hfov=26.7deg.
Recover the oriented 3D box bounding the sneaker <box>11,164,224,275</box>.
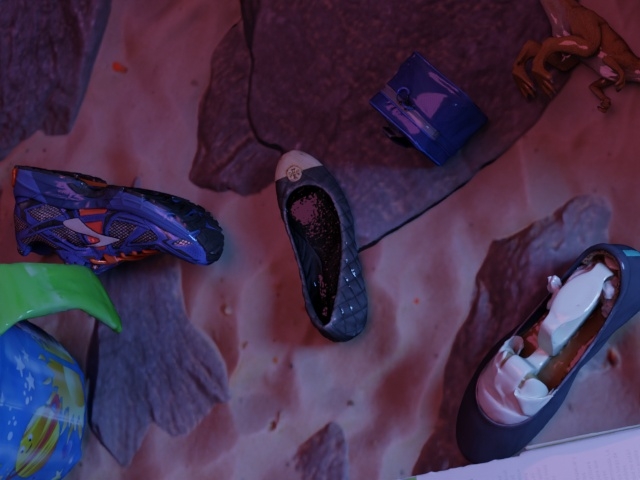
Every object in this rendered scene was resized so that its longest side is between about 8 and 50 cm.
[{"bbox_3d":[-0.178,-0.006,1.174,0.221,0.083,0.087,13,95,31],"label":"sneaker"}]

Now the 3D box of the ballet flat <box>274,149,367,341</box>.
[{"bbox_3d":[0.000,0.000,1.103,0.057,0.049,0.173,-24,68,15],"label":"ballet flat"}]

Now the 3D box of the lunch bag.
[{"bbox_3d":[0.082,-0.100,1.067,0.067,0.098,0.065,44,98,21],"label":"lunch bag"}]

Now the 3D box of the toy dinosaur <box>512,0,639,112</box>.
[{"bbox_3d":[0.200,-0.165,1.066,0.112,0.064,0.211,-37,74,-10],"label":"toy dinosaur"}]

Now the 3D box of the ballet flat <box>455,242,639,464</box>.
[{"bbox_3d":[0.164,0.081,1.001,0.074,0.074,0.203,43,95,26],"label":"ballet flat"}]

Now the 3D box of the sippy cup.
[{"bbox_3d":[-0.313,0.134,1.103,0.305,0.224,0.240,1,78,23],"label":"sippy cup"}]

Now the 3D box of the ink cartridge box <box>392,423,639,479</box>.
[{"bbox_3d":[0.165,0.241,0.945,0.255,0.097,0.189,-15,72,20],"label":"ink cartridge box"}]
